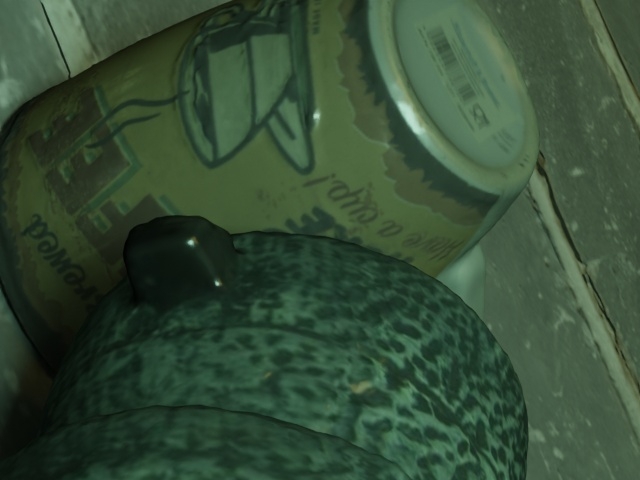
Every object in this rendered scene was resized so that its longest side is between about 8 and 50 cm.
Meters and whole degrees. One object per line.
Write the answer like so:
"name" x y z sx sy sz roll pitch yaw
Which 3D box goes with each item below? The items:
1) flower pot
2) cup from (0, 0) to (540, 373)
"flower pot" -0.021 0.156 0.750 0.299 0.299 0.282 46 33 -22
"cup" 0.000 0.000 0.929 0.301 0.257 0.227 58 36 -8
